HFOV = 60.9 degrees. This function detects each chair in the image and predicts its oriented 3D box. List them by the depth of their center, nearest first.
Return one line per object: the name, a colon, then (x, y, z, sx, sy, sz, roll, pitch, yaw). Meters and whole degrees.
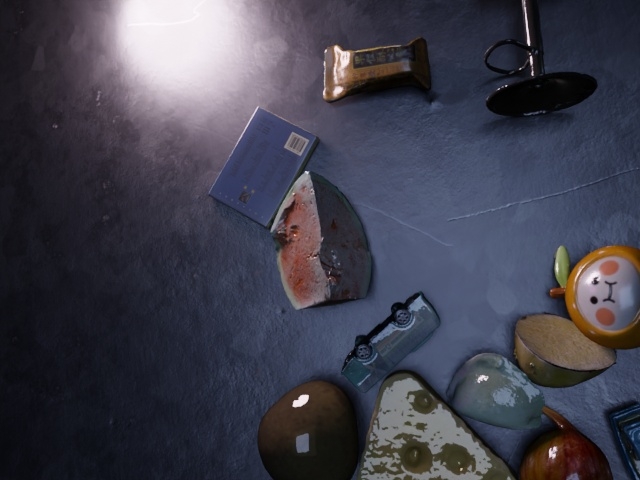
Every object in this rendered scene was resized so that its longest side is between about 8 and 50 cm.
chair: (0.467, -0.501, 1.199, 0.227, 0.226, 0.400, -3, 82, 13)

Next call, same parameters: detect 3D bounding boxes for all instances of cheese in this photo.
cheese: (0.260, 0.505, 1.189, 0.384, 0.104, 0.383, -2, 83, 14)

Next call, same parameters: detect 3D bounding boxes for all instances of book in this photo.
book: (-0.148, -0.189, 1.405, 0.191, 0.025, 0.269, 29, 91, 16)

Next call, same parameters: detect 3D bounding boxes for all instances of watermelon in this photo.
watermelon: (0.000, 0.000, 1.269, 0.224, 0.180, 0.305, -10, 79, -3)

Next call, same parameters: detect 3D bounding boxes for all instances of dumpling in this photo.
dumpling: (0.373, 0.321, 1.176, 0.217, 0.105, 0.149, 2, 77, 36)

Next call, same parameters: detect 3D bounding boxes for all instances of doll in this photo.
doll: (0.585, 0.114, 1.130, 0.236, 0.214, 0.213, 5, 84, 50)

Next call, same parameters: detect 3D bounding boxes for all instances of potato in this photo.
potato: (0.500, 0.253, 1.154, 0.202, 0.182, 0.117, -2, 119, -21)

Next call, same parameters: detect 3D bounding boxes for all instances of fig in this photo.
fig: (0.505, 0.444, 1.121, 0.175, 0.175, 0.207, 9, 66, 14)

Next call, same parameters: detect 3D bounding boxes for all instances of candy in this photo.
candy: (0.132, -0.421, 1.332, 0.272, 0.101, 0.143, -3, 89, 19)

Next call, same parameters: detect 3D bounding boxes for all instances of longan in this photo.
longan: (-0.018, 0.447, 1.212, 0.246, 0.215, 0.245, -4, 105, -16)

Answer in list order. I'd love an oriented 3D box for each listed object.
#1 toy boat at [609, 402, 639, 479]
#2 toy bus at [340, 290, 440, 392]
toy boat: (0.683, 0.455, 1.101, 0.109, 0.098, 0.237, -27, 79, 12)
toy bus: (0.160, 0.231, 1.256, 0.262, 0.091, 0.109, -43, 87, 6)
